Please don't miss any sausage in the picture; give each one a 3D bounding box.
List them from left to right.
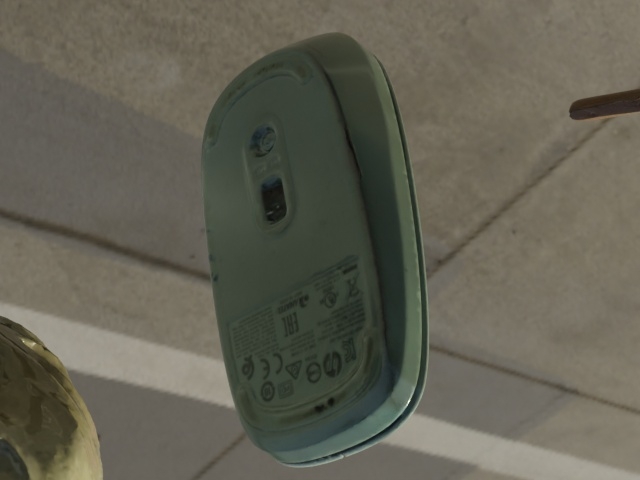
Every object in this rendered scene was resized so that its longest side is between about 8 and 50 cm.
[{"bbox_3d":[0.303,-0.137,1.104,0.116,0.026,0.026,-8,147,27],"label":"sausage"}]

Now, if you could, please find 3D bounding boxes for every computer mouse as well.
[{"bbox_3d":[0.004,0.000,0.735,0.159,0.288,0.097,-28,154,36],"label":"computer mouse"}]

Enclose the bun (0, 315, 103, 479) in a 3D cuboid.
[{"bbox_3d":[-0.187,0.088,0.479,0.178,0.193,0.127,-1,99,-32],"label":"bun"}]
